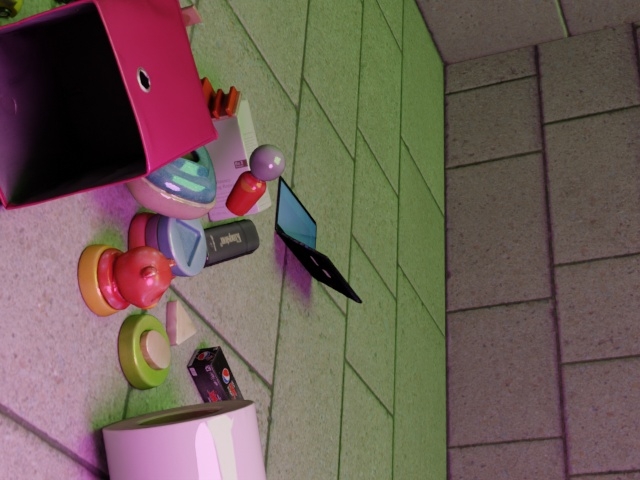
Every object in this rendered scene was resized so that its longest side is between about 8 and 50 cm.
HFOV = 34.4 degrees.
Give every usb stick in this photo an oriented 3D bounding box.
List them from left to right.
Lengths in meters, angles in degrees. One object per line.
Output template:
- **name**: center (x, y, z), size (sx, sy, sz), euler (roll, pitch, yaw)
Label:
- **usb stick**: center (-0.196, 0.005, 2.120), size (0.278, 0.045, 0.077), euler (-18, 99, -69)

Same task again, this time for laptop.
- **laptop**: center (0.000, 0.000, 2.511), size (0.136, 0.264, 0.234), euler (-53, 143, -12)

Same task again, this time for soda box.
- **soda box**: center (-0.194, 0.286, 1.984), size (0.060, 0.053, 0.169), euler (-68, 144, -56)

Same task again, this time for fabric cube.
- **fabric cube**: center (-0.339, -0.218, 1.540), size (0.258, 0.259, 0.254), euler (-44, 121, -66)

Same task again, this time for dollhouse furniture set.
- **dollhouse furniture set**: center (-0.266, -0.336, 1.962), size (0.259, 0.135, 0.262), euler (59, 29, -44)

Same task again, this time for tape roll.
- **tape roll**: center (-0.210, 0.357, 1.635), size (0.246, 0.246, 0.169), euler (-3, 83, -70)

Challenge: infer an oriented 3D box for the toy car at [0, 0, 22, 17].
- **toy car**: center (-0.511, -0.411, 1.465), size (0.239, 0.053, 0.225), euler (-54, 131, -63)

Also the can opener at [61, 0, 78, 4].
- **can opener**: center (-0.406, -0.419, 1.768), size (0.059, 0.073, 0.186), euler (46, -4, 33)

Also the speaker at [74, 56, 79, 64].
- **speaker**: center (-0.394, -0.326, 1.738), size (0.136, 0.055, 0.055), euler (-43, 121, -66)

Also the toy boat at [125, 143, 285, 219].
- **toy boat**: center (-0.214, -0.142, 1.831), size (0.318, 0.148, 0.267), euler (16, 31, -40)

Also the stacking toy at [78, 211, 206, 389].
- **stacking toy**: center (-0.260, 0.092, 1.791), size (0.309, 0.130, 0.279), euler (-55, 131, -62)

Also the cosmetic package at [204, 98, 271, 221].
- **cosmetic package**: center (-0.188, -0.165, 2.122), size (0.085, 0.117, 0.231), euler (-37, 115, -69)
